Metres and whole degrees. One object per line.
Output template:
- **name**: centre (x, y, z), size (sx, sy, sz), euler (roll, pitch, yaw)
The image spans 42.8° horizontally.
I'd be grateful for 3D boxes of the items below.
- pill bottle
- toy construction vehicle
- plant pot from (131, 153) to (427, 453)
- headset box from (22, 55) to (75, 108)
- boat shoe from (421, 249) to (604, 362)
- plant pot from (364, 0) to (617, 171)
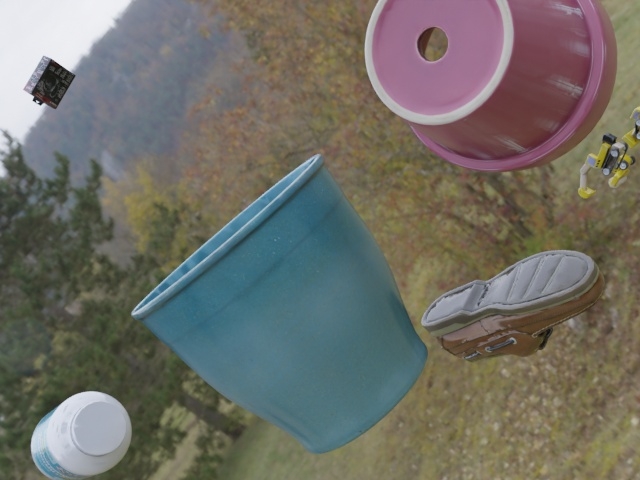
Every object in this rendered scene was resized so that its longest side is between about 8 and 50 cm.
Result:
- **pill bottle**: centre (-0.433, 0.357, 1.488), size (0.264, 0.146, 0.146), euler (-36, 18, 56)
- **toy construction vehicle**: centre (0.330, -0.099, 0.915), size (0.086, 0.035, 0.098), euler (-31, -34, -35)
- **plant pot**: centre (-0.023, 0.086, 0.920), size (0.271, 0.255, 0.271), euler (-40, 7, 6)
- **headset box**: centre (-0.501, -0.287, 1.505), size (0.032, 0.062, 0.083), euler (26, 85, 37)
- **boat shoe**: centre (0.280, 0.100, 1.140), size (0.111, 0.104, 0.307), euler (-50, 15, -32)
- **plant pot**: centre (0.137, -0.159, 0.712), size (0.201, 0.201, 0.180), euler (-45, -19, 26)
